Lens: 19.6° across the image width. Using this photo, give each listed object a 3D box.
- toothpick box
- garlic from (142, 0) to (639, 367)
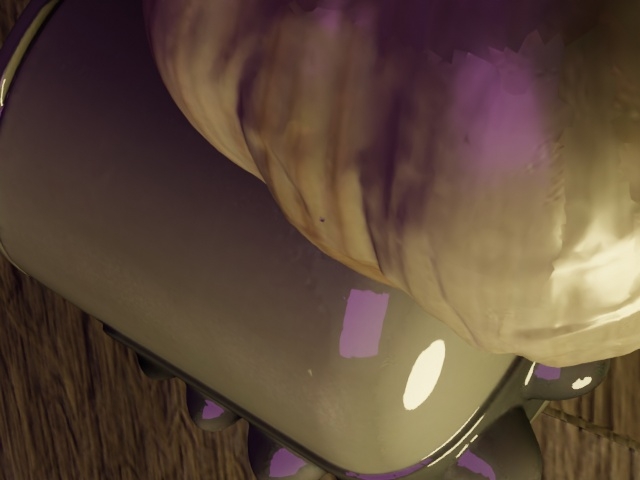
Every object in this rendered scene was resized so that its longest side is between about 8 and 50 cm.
[{"bbox_3d":[0.000,0.000,0.904,0.316,0.229,0.229,31,133,28],"label":"toothpick box"},{"bbox_3d":[0.108,-0.098,0.682,0.317,0.317,0.259,38,154,22],"label":"garlic"}]
